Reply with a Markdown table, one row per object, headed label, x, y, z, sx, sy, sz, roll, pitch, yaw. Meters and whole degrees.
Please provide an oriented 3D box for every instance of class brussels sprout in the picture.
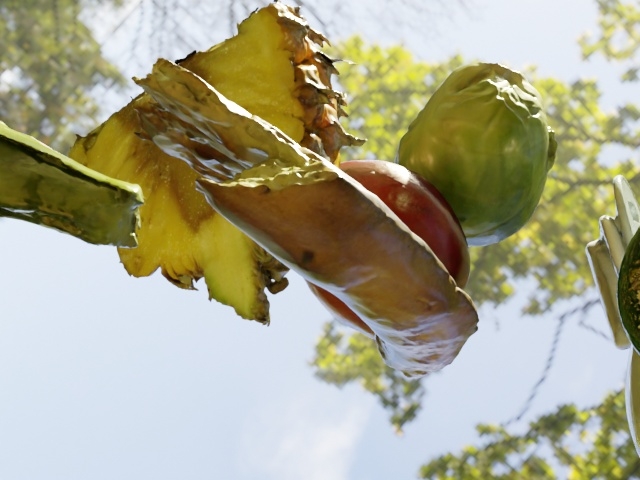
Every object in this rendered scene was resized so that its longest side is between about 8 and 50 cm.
| label | x | y | z | sx | sy | sz | roll | pitch | yaw |
| --- | --- | --- | --- | --- | --- | --- | --- | --- | --- |
| brussels sprout | 0.215 | -0.111 | 1.806 | 0.244 | 0.244 | 0.244 | -34 | -149 | 24 |

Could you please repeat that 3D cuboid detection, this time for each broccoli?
| label | x | y | z | sx | sy | sz | roll | pitch | yaw |
| --- | --- | --- | --- | --- | --- | --- | --- | --- | --- |
| broccoli | -0.275 | -0.058 | 0.978 | 0.165 | 0.304 | 0.145 | 100 | 6 | -86 |

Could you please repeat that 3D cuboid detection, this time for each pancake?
| label | x | y | z | sx | sy | sz | roll | pitch | yaw |
| --- | --- | --- | --- | --- | --- | --- | --- | --- | --- |
| pancake | 0.000 | 0.000 | 0.694 | 0.056 | 0.257 | 0.212 | -56 | -166 | -7 |

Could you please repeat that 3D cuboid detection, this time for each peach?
| label | x | y | z | sx | sy | sz | roll | pitch | yaw |
| --- | --- | --- | --- | --- | --- | --- | --- | --- | --- |
| peach | 0.073 | 0.003 | 1.656 | 0.199 | 0.243 | 0.243 | -34 | -149 | 12 |

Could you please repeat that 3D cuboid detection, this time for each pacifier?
| label | x | y | z | sx | sy | sz | roll | pitch | yaw |
| --- | --- | --- | --- | --- | --- | --- | --- | --- | --- |
| pacifier | 0.455 | 0.039 | 1.665 | 0.226 | 0.238 | 0.287 | -20 | -102 | 15 |

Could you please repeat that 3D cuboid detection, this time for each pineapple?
| label | x | y | z | sx | sy | sz | roll | pitch | yaw |
| --- | --- | --- | --- | --- | --- | --- | --- | --- | --- |
| pineapple | -0.065 | -0.045 | 1.394 | 0.344 | 0.209 | 0.286 | -30 | -104 | 32 |

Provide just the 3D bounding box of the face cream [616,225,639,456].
| label | x | y | z | sx | sy | sz | roll | pitch | yaw |
| --- | --- | --- | --- | --- | --- | --- | --- | --- | --- |
| face cream | 0.425 | 0.109 | 1.237 | 0.312 | 0.357 | 0.219 | -43 | -128 | 1 |
